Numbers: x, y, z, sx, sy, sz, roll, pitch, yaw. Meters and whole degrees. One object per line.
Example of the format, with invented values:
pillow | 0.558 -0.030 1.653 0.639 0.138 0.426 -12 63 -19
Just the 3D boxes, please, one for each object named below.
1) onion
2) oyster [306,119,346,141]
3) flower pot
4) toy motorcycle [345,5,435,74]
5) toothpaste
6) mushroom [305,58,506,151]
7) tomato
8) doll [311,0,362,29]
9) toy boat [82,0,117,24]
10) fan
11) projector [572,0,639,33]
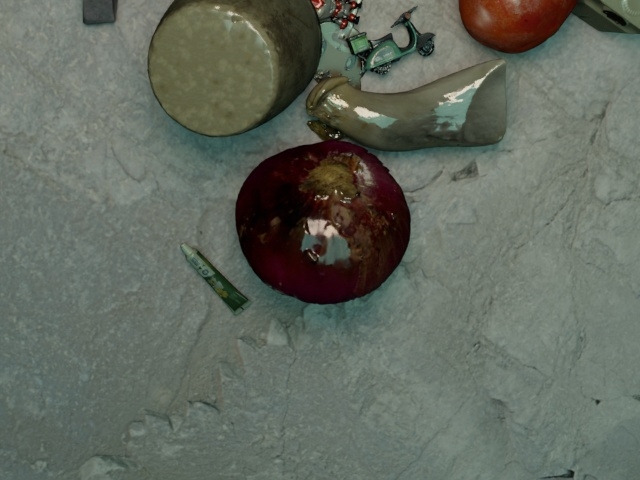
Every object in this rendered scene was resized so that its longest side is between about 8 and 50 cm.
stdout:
onion | 0.000 0.000 1.486 0.347 0.348 0.385 0 142 -5
oyster | 0.020 -0.230 1.532 0.093 0.034 0.051 -9 100 2
flower pot | -0.161 -0.332 1.306 0.293 0.330 0.294 3 115 7
toy motorcycle | 0.147 -0.397 1.476 0.173 0.058 0.100 -23 108 -1
toothpaste | -0.234 0.082 1.606 0.049 0.031 0.204 -38 108 9
mushroom | 0.171 -0.262 1.481 0.396 0.126 0.177 -8 121 -1
tomato | 0.379 -0.459 1.393 0.232 0.232 0.189 -34 67 6
doll | -0.005 -0.463 1.445 0.169 0.057 0.109 8 98 -11
toy boat | -0.477 -0.559 1.332 0.293 0.111 0.276 24 120 -16
fan | 0.048 -0.413 1.489 0.152 0.008 0.227 21 105 -12
projector | 0.584 -0.499 1.389 0.163 0.242 0.177 27 102 -15
